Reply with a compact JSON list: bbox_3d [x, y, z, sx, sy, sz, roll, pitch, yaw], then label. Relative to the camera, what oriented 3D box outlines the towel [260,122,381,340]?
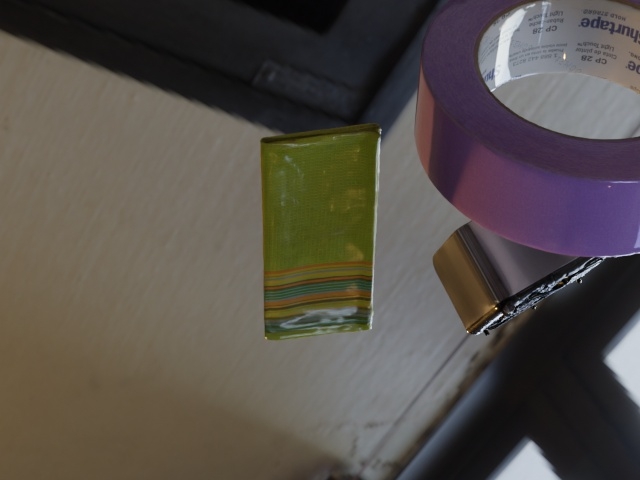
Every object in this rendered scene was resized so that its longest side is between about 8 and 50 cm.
[{"bbox_3d":[0.000,0.000,1.191,0.102,0.237,0.021,-9,-134,-10],"label":"towel"}]

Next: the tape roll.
[{"bbox_3d":[0.218,-0.115,1.157,0.275,0.090,0.274,1,-134,-1],"label":"tape roll"}]

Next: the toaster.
[{"bbox_3d":[0.226,0.015,1.526,0.168,0.185,0.110,-29,-99,-12],"label":"toaster"}]
